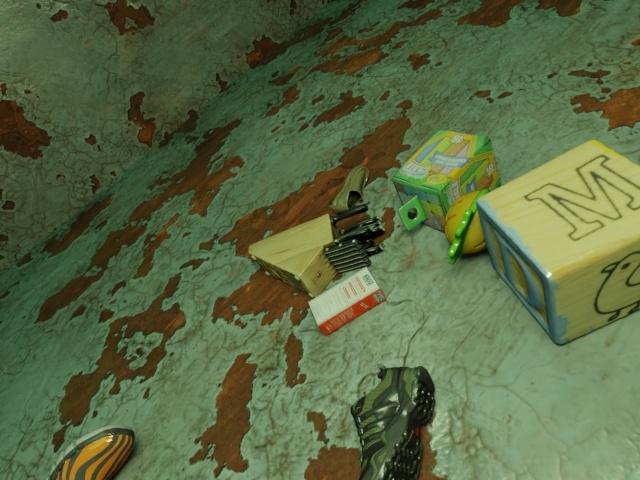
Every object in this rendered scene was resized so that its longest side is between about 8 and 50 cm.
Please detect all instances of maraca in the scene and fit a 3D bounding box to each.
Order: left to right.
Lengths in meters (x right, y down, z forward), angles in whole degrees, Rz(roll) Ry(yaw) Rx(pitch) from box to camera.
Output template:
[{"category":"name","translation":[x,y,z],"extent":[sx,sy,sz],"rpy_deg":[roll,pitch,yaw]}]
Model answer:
[{"category":"maraca","translation":[0.273,-0.027,0.759],"extent":[0.099,0.127,0.185],"rpy_deg":[21,32,28]}]

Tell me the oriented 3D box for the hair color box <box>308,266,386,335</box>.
[{"category":"hair color box","translation":[0.052,0.121,0.838],"extent":[0.141,0.043,0.072],"rpy_deg":[-32,40,4]}]

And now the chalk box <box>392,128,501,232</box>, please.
[{"category":"chalk box","translation":[0.249,-0.109,0.871],"extent":[0.213,0.132,0.132],"rpy_deg":[-46,41,-13]}]

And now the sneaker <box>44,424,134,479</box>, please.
[{"category":"sneaker","translation":[-0.441,0.501,0.744],"extent":[0.321,0.124,0.180],"rpy_deg":[-48,45,-1]}]

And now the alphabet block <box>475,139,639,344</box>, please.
[{"category":"alphabet block","translation":[0.383,0.002,0.629],"extent":[0.197,0.192,0.193],"rpy_deg":[-29,42,7]}]

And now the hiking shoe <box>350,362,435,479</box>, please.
[{"category":"hiking shoe","translation":[0.092,0.293,0.627],"extent":[0.114,0.086,0.227],"rpy_deg":[-9,38,45]}]

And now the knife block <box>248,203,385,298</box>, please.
[{"category":"knife block","translation":[0.000,0.000,0.960],"extent":[0.275,0.088,0.242],"rpy_deg":[19,61,44]}]

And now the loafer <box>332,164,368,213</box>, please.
[{"category":"loafer","translation":[0.086,-0.127,1.059],"extent":[0.050,0.056,0.148],"rpy_deg":[17,71,42]}]
